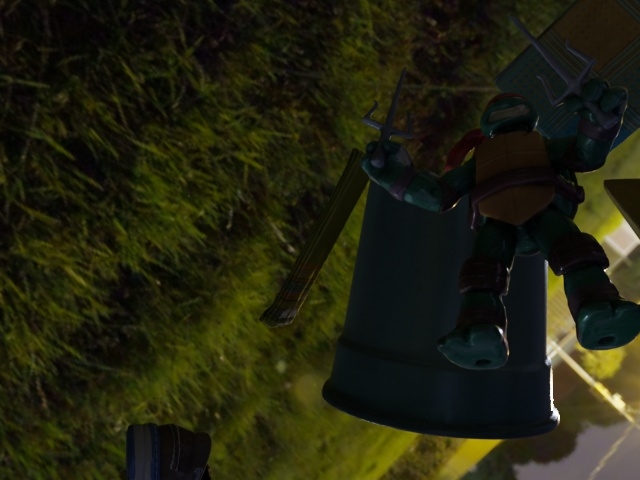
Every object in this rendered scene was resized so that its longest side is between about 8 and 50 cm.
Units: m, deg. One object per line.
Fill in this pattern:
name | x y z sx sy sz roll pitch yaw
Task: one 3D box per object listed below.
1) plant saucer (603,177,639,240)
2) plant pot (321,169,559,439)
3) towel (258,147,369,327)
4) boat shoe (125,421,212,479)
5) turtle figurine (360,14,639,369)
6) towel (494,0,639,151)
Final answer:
plant saucer | 0.362 0.119 0.507 0.081 0.332 0.333 -38 123 16
plant pot | 0.185 0.072 1.080 0.341 0.341 0.334 1 95 -67
towel | 0.000 0.000 0.922 0.237 0.021 0.102 -61 168 3
boat shoe | -0.117 0.200 0.578 0.066 0.066 0.183 0 144 -14
turtle figurine | 0.126 -0.039 0.488 0.175 0.234 0.118 -26 141 33
towel | 0.557 -0.342 1.451 0.370 0.271 0.040 -45 169 34
